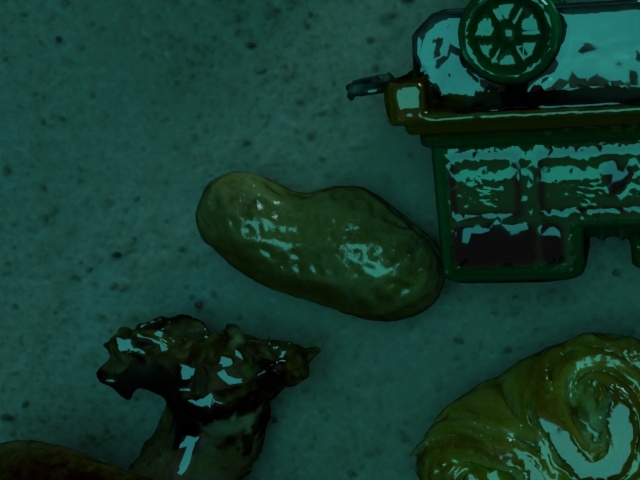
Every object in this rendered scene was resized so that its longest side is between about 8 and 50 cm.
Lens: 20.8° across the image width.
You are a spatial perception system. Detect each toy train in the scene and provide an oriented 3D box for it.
[{"bbox_3d":[0.234,-0.091,1.415,0.429,0.178,0.249,-2,99,11],"label":"toy train"}]

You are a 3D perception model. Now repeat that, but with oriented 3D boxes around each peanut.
[{"bbox_3d":[0.000,0.000,1.493,0.226,0.095,0.108,16,106,12],"label":"peanut"}]

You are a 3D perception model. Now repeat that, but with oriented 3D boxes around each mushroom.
[{"bbox_3d":[-0.171,0.275,1.482,0.331,0.356,0.334,2,128,9],"label":"mushroom"}]

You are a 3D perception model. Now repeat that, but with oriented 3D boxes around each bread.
[{"bbox_3d":[0.202,0.192,1.442,0.236,0.120,0.198,-31,83,10],"label":"bread"}]
